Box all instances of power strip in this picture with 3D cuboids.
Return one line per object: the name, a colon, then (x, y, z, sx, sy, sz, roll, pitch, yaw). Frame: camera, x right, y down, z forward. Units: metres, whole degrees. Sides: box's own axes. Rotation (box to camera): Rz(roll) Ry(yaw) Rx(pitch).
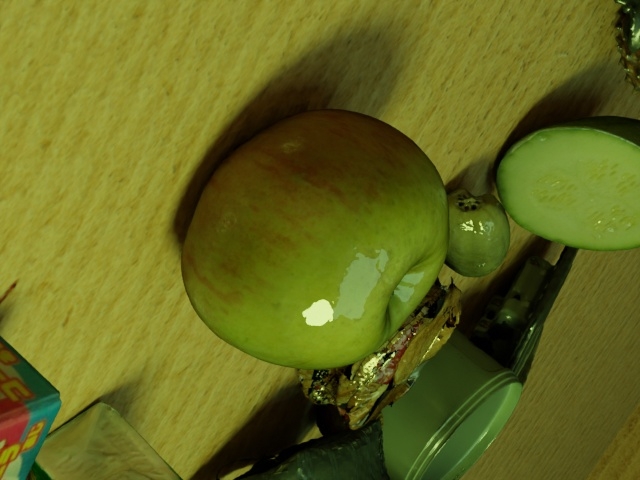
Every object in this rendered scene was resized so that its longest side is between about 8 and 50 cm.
power strip: (0.273, 0.120, 2.466, 0.257, 0.092, 0.251, -56, 164, -49)

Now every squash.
squash: (0.340, -0.059, 2.176, 0.189, 0.189, 0.260, -59, 162, 22)

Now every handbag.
handbag: (-0.032, 0.279, 2.083, 0.270, 0.175, 0.088, -14, 95, -57)

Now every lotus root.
lotus root: (0.181, -0.001, 2.094, 0.183, 0.090, 0.077, 80, 26, -66)

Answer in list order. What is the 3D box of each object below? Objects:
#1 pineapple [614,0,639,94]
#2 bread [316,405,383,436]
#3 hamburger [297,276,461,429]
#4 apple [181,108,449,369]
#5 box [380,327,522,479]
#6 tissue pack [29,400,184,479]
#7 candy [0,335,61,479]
pineapple: (0.409, -0.280, 2.033, 0.170, 0.141, 0.310, -46, 151, -7)
bread: (0.034, 0.230, 2.204, 0.053, 0.085, 0.085, -35, 156, -52)
hamburger: (0.075, 0.120, 2.075, 0.231, 0.107, 0.231, -45, 159, -23)
apple: (0.000, 0.000, 1.595, 0.261, 0.194, 0.261, -47, 158, -25)
box: (0.140, 0.223, 2.310, 0.226, 0.149, 0.226, -42, 158, -21)
tissue pack: (-0.227, 0.295, 1.710, 0.156, 0.148, 0.209, -35, 156, -32)
candy: (-0.354, 0.185, 1.345, 0.306, 0.100, 0.157, -20, 146, -53)
